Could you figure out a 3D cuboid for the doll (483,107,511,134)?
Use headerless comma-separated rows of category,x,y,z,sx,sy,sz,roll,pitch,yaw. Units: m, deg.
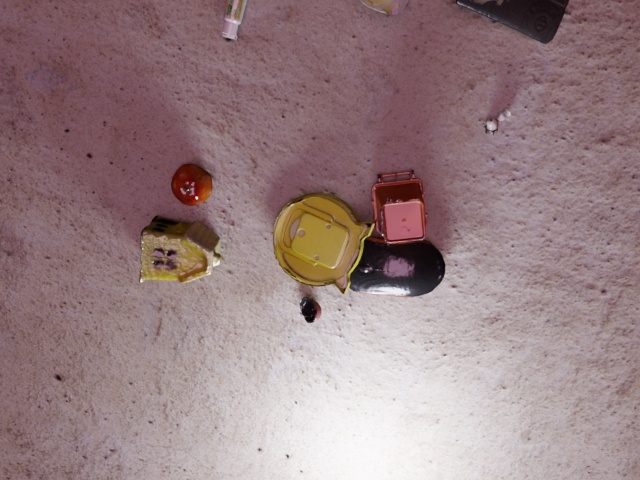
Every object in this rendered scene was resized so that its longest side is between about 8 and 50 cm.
doll,0.506,-0.342,1.870,0.085,0.058,0.040,-34,61,-18

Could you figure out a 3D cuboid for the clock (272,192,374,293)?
clock,0.000,-0.001,1.943,0.293,0.071,0.277,31,101,15

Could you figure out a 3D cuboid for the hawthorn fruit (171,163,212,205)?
hawthorn fruit,-0.387,-0.159,1.923,0.125,0.140,0.125,18,131,22

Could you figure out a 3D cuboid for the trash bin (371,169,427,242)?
trash bin,0.227,-0.092,1.843,0.161,0.239,0.184,-6,102,5

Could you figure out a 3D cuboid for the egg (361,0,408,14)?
egg,0.125,-0.741,1.730,0.206,0.161,0.271,-56,132,-24

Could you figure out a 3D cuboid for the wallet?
wallet,0.520,-0.659,1.737,0.321,0.044,0.170,15,105,-22

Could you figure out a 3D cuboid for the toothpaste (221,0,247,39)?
toothpaste,-0.220,-0.721,1.808,0.056,0.058,0.314,26,104,42

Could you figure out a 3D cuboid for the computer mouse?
computer mouse,0.213,0.078,1.952,0.323,0.116,0.183,3,99,3

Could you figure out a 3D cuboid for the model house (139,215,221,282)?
model house,-0.406,0.040,1.936,0.234,0.193,0.175,11,104,-2

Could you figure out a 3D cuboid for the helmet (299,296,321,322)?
helmet,-0.024,0.213,2.030,0.065,0.049,0.084,-34,72,41
